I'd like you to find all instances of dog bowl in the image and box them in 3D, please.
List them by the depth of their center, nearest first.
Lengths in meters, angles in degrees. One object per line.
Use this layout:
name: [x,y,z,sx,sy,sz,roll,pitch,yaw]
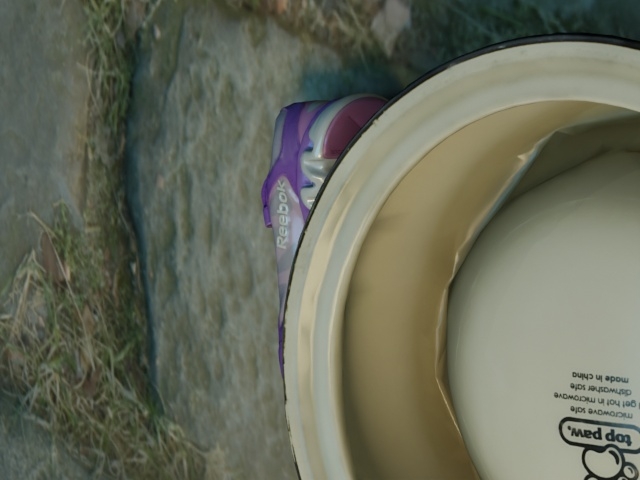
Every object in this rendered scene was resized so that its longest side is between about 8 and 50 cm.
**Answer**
dog bowl: [0.177,0.085,0.914,0.408,0.150,0.407,8,103,38]

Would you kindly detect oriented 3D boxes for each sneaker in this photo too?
sneaker: [0.000,0.000,1.179,0.104,0.095,0.236,25,117,49]
